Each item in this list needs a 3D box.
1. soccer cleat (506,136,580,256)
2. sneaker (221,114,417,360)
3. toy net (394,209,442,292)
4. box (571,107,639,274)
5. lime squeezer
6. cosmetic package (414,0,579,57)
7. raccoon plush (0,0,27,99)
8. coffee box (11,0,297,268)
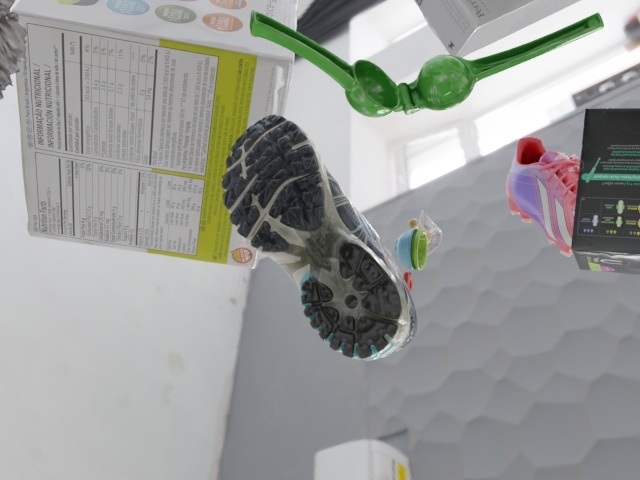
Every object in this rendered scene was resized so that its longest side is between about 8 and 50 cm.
[{"bbox_3d":[0.269,-0.048,0.774,0.248,0.083,0.095,-121,24,-71],"label":"soccer cleat"},{"bbox_3d":[0.000,0.000,0.722,0.283,0.110,0.122,60,-165,23],"label":"sneaker"},{"bbox_3d":[0.172,0.019,1.210,0.232,0.045,0.122,-34,-57,-64],"label":"toy net"},{"bbox_3d":[0.175,-0.026,0.409,0.062,0.052,0.083,27,-110,-62],"label":"box"},{"bbox_3d":[0.088,-0.161,0.640,0.058,0.311,0.109,-106,18,-45],"label":"lime squeezer"},{"bbox_3d":[0.241,-0.331,0.903,0.117,0.231,0.085,58,162,9],"label":"cosmetic package"},{"bbox_3d":[-0.401,-0.099,0.495,0.216,0.299,0.446,8,-89,-64],"label":"raccoon plush"},{"bbox_3d":[-0.224,-0.212,1.052,0.337,0.335,0.338,-91,11,-51],"label":"coffee box"}]
